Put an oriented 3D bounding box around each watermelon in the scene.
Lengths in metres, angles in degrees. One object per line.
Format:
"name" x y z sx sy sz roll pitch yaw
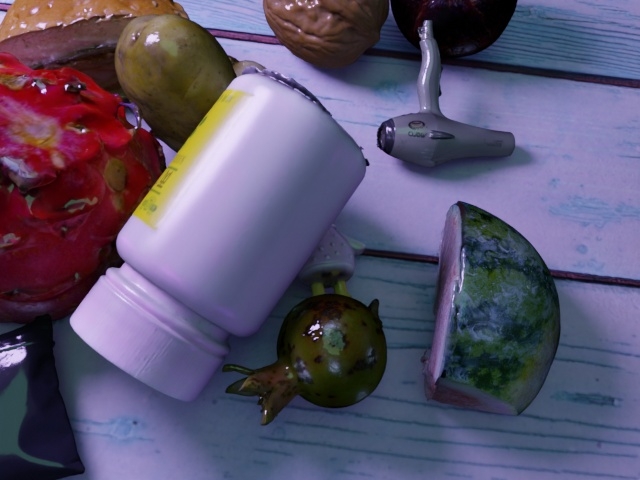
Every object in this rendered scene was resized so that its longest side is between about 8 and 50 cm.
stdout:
"watermelon" 0.224 0.070 0.858 0.224 0.180 0.305 36 52 -36

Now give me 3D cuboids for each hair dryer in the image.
"hair dryer" 0.220 -0.209 1.002 0.219 0.088 0.224 22 85 -13

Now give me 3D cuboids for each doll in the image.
"doll" 0.000 0.000 0.901 0.129 0.081 0.207 -4 62 -9

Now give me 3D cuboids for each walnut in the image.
"walnut" 0.013 -0.390 1.036 0.214 0.213 0.213 2 64 -3

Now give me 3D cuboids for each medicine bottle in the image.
"medicine bottle" -0.121 -0.007 0.787 0.214 0.213 0.378 33 82 11

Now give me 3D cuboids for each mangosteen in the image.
"mangosteen" 0.226 -0.420 1.065 0.216 0.216 0.216 2 64 -3

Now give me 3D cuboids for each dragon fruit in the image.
"dragon fruit" -0.402 -0.086 0.811 0.386 0.249 0.371 37 68 -2

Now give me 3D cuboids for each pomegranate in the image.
"pomegranate" -0.015 0.142 0.780 0.220 0.156 0.156 -4 64 -22

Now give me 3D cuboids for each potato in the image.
"potato" -0.196 -0.220 0.890 0.148 0.228 0.197 -42 47 -6

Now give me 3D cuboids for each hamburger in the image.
"hamburger" -0.371 -0.338 0.984 0.330 0.162 0.208 -16 58 -4

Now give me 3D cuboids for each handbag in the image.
"handbag" -0.434 0.222 0.761 0.255 0.088 0.211 -17 69 -8

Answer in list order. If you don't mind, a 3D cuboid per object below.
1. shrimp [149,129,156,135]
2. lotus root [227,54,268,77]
"shrimp" -0.275 -0.215 1.016 0.127 0.025 0.091 20 66 3
"lotus root" -0.103 -0.228 1.004 0.090 0.077 0.183 -35 73 -11
